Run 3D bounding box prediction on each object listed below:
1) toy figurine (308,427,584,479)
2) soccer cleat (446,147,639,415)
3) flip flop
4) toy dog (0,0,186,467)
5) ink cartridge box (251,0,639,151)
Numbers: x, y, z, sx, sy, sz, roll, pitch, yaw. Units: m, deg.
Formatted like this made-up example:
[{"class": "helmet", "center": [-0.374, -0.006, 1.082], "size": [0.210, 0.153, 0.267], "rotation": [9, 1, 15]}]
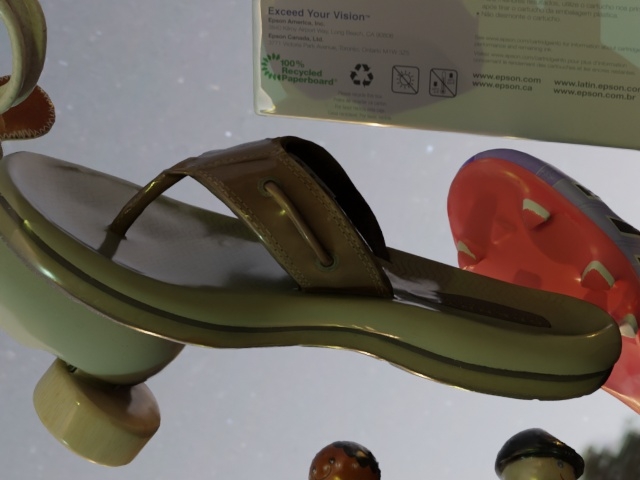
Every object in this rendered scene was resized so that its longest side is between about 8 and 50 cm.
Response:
[{"class": "toy figurine", "center": [0.076, 0.226, 0.874], "size": [0.213, 0.209, 0.148], "rotation": [92, 180, -53]}, {"class": "soccer cleat", "center": [0.161, 0.034, 0.631], "size": [0.083, 0.248, 0.095], "rotation": [-38, 16, 45]}, {"class": "flip flop", "center": [0.000, 0.000, 0.538], "size": [0.112, 0.277, 0.080], "rotation": [-90, 14, -70]}, {"class": "toy dog", "center": [-0.197, -0.014, 0.828], "size": [0.220, 0.161, 0.334], "rotation": [-33, -75, 6]}, {"class": "ink cartridge box", "center": [0.075, -0.158, 0.585], "size": [0.045, 0.223, 0.224], "rotation": [-52, -33, -61]}]
